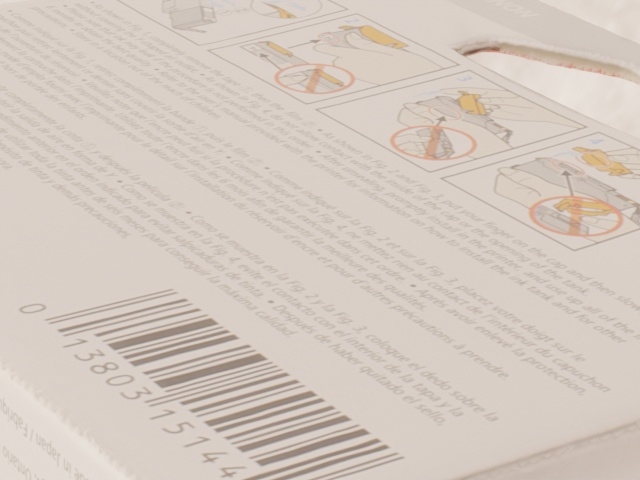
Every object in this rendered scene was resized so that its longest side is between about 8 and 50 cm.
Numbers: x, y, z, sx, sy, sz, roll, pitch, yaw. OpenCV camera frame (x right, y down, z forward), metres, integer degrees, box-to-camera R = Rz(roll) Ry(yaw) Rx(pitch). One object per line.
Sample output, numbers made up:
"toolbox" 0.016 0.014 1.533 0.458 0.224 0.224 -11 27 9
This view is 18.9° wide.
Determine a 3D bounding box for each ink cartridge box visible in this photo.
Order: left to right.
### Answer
"ink cartridge box" 0.000 0.000 0.517 0.261 0.296 0.066 -14 120 -34
